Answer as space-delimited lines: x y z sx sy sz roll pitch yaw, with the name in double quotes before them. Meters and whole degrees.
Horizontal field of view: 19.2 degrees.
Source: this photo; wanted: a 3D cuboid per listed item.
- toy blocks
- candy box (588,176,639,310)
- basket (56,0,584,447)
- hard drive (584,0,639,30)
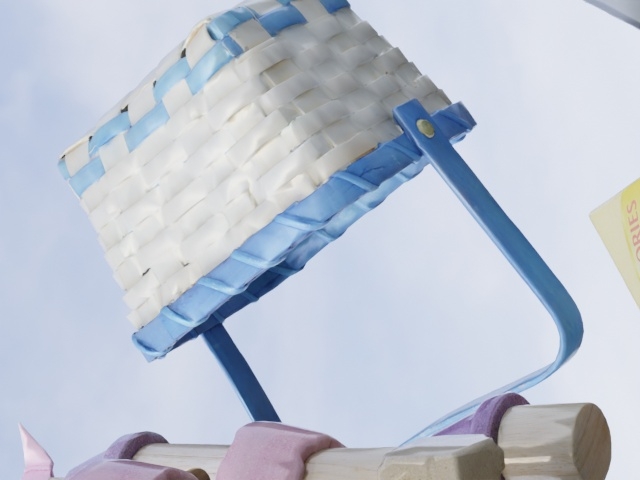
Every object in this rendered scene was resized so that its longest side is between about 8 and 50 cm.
"toy blocks" -0.015 0.219 0.895 0.309 0.260 0.289 -12 -85 -55
"candy box" 0.295 0.073 1.002 0.087 0.183 0.316 -18 -105 -41
"basket" 0.000 0.000 1.171 0.201 0.255 0.289 -25 -97 -52
"hard drive" 0.109 -0.270 0.841 0.233 0.047 0.353 14 -119 -52
